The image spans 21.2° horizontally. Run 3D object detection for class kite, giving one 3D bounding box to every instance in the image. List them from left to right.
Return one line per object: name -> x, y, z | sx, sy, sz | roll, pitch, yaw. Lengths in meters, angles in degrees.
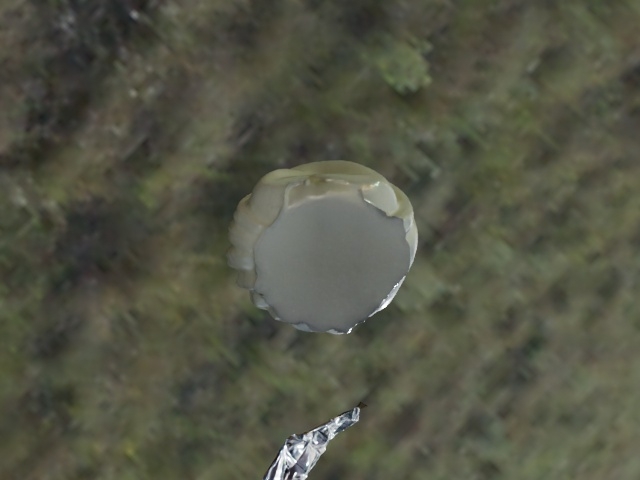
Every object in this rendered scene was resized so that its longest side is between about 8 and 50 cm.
kite -> -0.037, 0.185, 1.195 | 0.232, 0.009, 0.189 | -46, 163, -28

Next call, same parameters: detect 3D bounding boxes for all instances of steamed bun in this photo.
steamed bun -> 0.000, 0.000, 1.624 | 0.183, 0.183, 0.106 | -52, -158, 20
